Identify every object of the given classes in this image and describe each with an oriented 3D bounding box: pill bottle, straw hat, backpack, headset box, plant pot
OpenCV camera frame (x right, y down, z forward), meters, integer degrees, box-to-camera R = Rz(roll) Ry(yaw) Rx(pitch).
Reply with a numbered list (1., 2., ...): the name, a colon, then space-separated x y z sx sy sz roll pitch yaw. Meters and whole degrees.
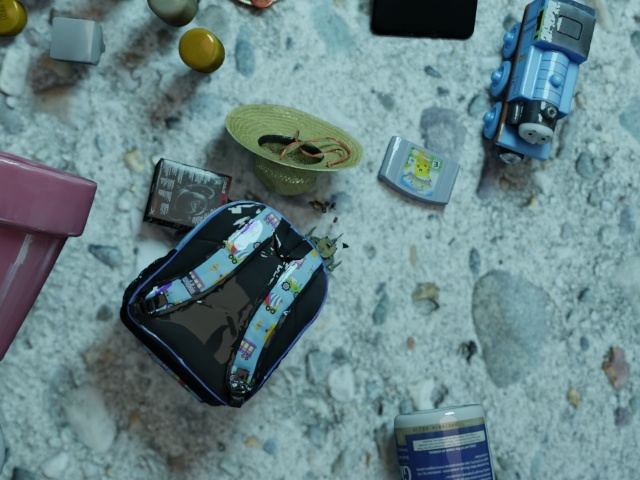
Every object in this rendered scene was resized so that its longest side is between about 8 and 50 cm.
1. pill bottle: 0.130 0.253 1.187 0.094 0.094 0.169 -6 82 -18
2. straw hat: -0.033 -0.080 1.206 0.144 0.144 0.061 7 121 -16
3. backpack: -0.087 0.055 1.140 0.158 0.117 0.173 43 72 -6
4. headset box: -0.129 -0.041 1.188 0.083 0.032 0.062 14 78 -16
5. plant pot: -0.318 0.005 1.049 0.201 0.201 0.180 16 92 -14

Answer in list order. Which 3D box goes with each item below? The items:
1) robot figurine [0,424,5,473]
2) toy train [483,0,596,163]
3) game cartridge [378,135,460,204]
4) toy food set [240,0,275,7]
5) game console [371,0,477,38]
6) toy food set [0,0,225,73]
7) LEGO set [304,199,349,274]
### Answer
1. robot figurine: -0.393 0.222 0.993 0.278 0.173 0.209 -51 121 -18
2. toy train: 0.234 -0.174 1.285 0.080 0.105 0.184 19 76 -13
3. game cartridge: 0.106 -0.072 1.276 0.083 0.017 0.056 22 79 -13
4. toy food set: -0.068 -0.286 1.254 0.083 0.020 0.082 15 77 -15
5. game console: 0.110 -0.287 1.315 0.122 0.071 0.107 0 51 -18
6. toy food set: -0.208 -0.227 1.179 0.232 0.104 0.111 6 93 2
7. LEGO set: 0.002 -0.001 1.232 0.054 0.023 0.083 22 62 -15
